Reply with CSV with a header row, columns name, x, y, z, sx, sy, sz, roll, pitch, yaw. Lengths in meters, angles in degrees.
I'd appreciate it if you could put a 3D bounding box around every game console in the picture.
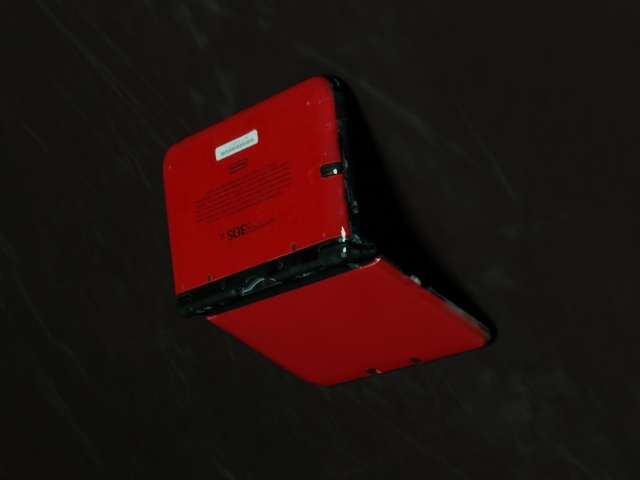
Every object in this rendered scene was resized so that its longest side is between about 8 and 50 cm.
name,x,y,z,sx,sy,sz,roll,pitch,yaw
game console,0.000,0.000,0.873,0.144,0.085,0.124,-20,73,52
